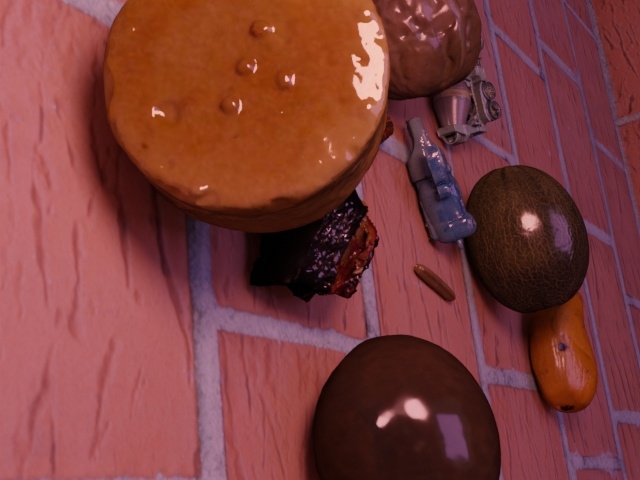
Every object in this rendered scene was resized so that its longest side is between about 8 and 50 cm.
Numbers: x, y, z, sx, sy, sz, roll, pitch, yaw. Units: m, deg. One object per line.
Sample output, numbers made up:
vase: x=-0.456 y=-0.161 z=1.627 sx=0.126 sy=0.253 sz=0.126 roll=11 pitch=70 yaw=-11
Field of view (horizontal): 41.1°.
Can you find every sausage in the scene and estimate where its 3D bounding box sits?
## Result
sausage: x=0.213 y=0.077 z=1.580 sx=0.132 sy=0.024 sz=0.024 roll=40 pitch=44 yaw=-43

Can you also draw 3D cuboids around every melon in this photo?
melon: x=0.415 y=-0.007 z=1.732 sx=0.237 sy=0.238 sz=0.301 roll=-9 pitch=80 yaw=-58

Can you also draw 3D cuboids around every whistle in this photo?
whistle: x=0.222 y=-0.109 z=1.623 sx=0.180 sy=0.093 sz=0.268 roll=-15 pitch=88 yaw=-82

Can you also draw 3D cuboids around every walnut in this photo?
walnut: x=0.175 y=-0.370 z=1.549 sx=0.248 sy=0.248 sz=0.248 roll=31 pitch=50 yaw=-47

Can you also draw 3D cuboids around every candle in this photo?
candle: x=0.091 y=-0.187 z=1.497 sx=0.131 sy=0.052 sz=0.052 roll=-40 pitch=109 yaw=-57

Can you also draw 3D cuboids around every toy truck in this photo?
toy truck: x=0.291 y=-0.330 z=1.829 sx=0.140 sy=0.108 sz=0.256 roll=-6 pitch=83 yaw=-44

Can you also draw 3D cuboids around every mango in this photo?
mango: x=0.539 y=0.242 z=1.918 sx=0.177 sy=0.120 sz=0.294 roll=26 pitch=52 yaw=-40

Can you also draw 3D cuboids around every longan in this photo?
longan: x=0.119 y=0.272 z=1.135 sx=0.300 sy=0.243 sz=0.300 roll=11 pitch=77 yaw=-63

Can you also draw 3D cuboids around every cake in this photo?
cake: x=-0.075 y=-0.161 z=1.039 sx=0.321 sy=0.333 sz=0.332 roll=67 pitch=10 yaw=-82

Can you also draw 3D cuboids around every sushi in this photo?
sushi: x=0.000 y=0.000 z=1.175 sx=0.150 sy=0.153 sz=0.172 roll=34 pitch=57 yaw=-50
